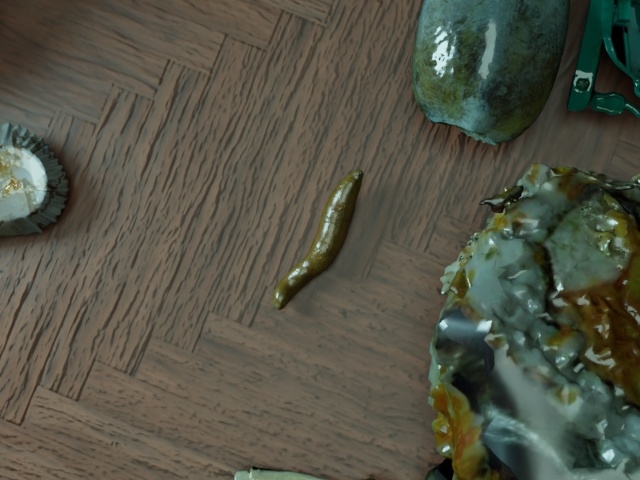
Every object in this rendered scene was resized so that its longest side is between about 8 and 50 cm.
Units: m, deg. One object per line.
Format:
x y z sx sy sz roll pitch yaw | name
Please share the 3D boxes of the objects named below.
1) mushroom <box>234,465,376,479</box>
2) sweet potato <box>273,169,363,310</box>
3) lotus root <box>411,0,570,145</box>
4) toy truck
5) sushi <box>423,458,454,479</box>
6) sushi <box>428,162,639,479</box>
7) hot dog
-0.001 0.279 1.332 0.187 0.060 0.061 9 94 10 | mushroom
0.004 0.002 1.356 0.044 0.044 0.179 30 95 5 | sweet potato
0.192 -0.265 1.313 0.158 0.140 0.322 13 85 5 | lotus root
0.350 -0.303 1.255 0.177 0.176 0.364 3 109 13 | toy truck
0.229 0.324 1.288 0.109 0.134 0.273 -39 77 -26 | sushi
0.301 0.108 1.221 0.417 0.176 0.418 2 66 -4 | sushi
-0.409 -0.052 1.374 0.252 0.069 0.131 -13 95 5 | hot dog
